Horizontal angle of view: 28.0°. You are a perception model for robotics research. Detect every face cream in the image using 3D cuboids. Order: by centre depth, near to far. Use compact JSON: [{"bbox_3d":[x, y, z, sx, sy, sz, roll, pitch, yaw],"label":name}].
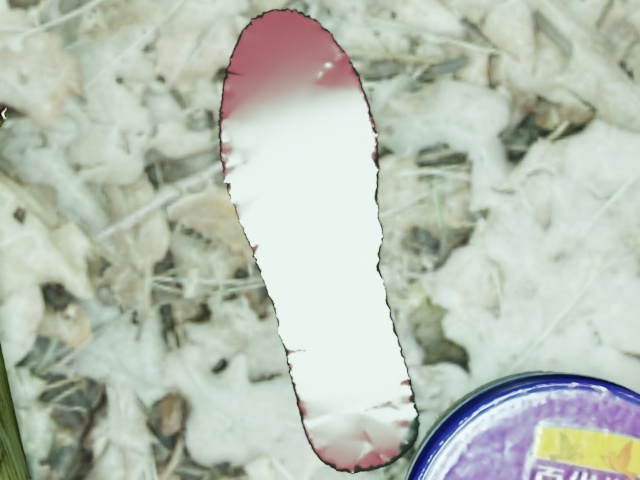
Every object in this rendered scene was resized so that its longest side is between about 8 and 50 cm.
[{"bbox_3d":[0.151,0.186,0.822,0.206,0.111,0.205,0,90,1],"label":"face cream"}]

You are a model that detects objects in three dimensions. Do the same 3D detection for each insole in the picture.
[{"bbox_3d":[0.000,0.000,0.875,0.109,0.007,0.322,-14,91,3],"label":"insole"}]

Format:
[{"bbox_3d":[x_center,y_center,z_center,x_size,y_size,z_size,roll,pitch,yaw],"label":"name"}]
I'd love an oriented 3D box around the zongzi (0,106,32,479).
[{"bbox_3d":[-0.232,0.066,0.850,0.228,0.115,0.256,46,67,-12],"label":"zongzi"}]
